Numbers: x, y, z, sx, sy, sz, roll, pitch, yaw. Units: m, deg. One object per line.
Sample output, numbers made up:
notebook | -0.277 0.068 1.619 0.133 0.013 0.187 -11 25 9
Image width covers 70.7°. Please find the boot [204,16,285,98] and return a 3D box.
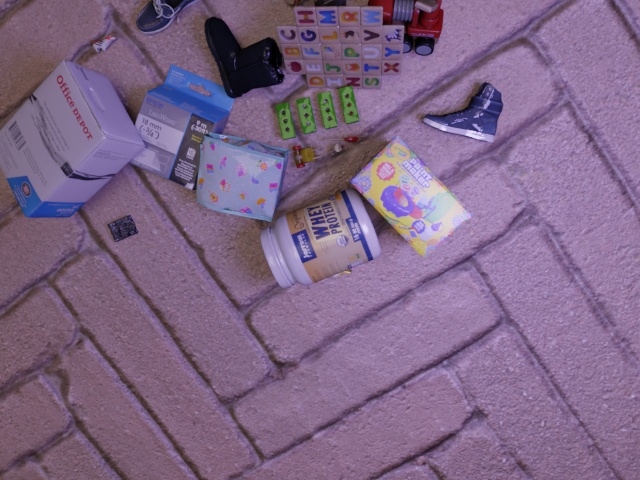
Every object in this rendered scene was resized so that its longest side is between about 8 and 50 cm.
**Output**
boot | -0.218 -0.562 1.333 0.207 0.094 0.247 -7 106 34

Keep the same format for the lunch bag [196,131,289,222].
lunch bag | -0.247 -0.196 1.382 0.262 0.160 0.223 13 113 -1

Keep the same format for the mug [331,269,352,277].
mug | 0.056 0.091 1.461 0.078 0.064 0.062 -22 95 8

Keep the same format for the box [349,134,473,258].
box | 0.248 -0.131 1.300 0.177 0.279 0.290 -44 92 10

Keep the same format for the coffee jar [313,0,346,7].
coffee jar | 0.008 -0.767 1.325 0.096 0.079 0.184 -20 97 8

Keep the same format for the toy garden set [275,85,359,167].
toy garden set | 0.002 -0.348 1.409 0.244 0.049 0.204 -12 96 6

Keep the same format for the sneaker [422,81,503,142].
sneaker | 0.425 -0.391 1.332 0.226 0.086 0.163 10 111 -6

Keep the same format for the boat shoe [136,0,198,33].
boat shoe | -0.465 -0.724 1.376 0.254 0.079 0.095 -25 96 9

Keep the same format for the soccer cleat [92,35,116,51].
soccer cleat | -0.687 -0.628 1.440 0.083 0.029 0.036 -13 106 10

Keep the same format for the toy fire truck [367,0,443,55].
toy fire truck | 0.231 -0.613 1.223 0.217 0.246 0.159 8 79 4

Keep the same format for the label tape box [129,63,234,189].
label tape box | -0.440 -0.360 1.418 0.240 0.106 0.334 23 100 1

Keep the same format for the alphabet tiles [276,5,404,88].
alphabet tiles | 0.058 -0.531 1.267 0.342 0.285 0.011 4 66 8

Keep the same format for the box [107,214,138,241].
box | -0.672 -0.040 1.533 0.083 0.018 0.067 -23 96 8

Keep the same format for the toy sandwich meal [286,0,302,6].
toy sandwich meal | -0.078 -0.748 1.348 0.085 0.029 0.086 14 117 29

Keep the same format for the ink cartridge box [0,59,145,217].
ink cartridge box | -0.771 -0.293 1.374 0.395 0.166 0.285 -35 80 19

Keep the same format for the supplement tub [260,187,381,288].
supplement tub | 0.000 0.000 1.359 0.316 0.228 0.228 -22 96 4
